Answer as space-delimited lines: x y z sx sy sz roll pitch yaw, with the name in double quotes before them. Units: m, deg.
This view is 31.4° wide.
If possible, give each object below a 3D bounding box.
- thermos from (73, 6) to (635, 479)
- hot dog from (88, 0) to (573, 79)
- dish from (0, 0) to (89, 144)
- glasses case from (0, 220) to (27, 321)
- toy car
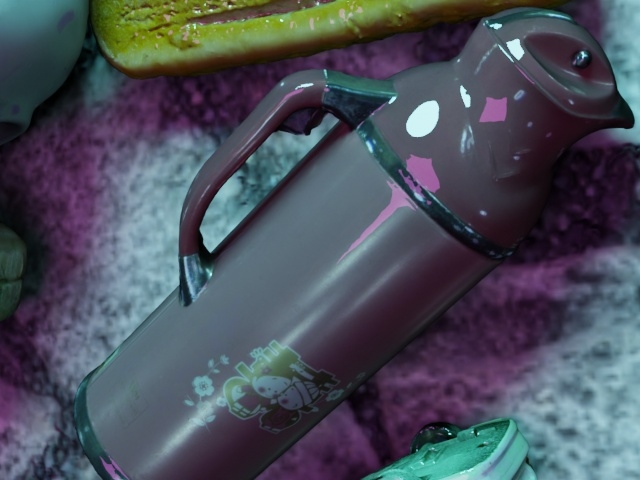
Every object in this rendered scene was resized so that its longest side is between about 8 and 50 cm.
"thermos" 0.004 0.000 0.589 0.136 0.109 0.330 47 112 4
"hot dog" 0.005 -0.136 0.604 0.286 0.061 0.087 0 96 26
"dish" -0.236 -0.100 0.613 0.256 0.256 0.117 -17 91 25
"glasses case" -0.386 -0.009 0.742 0.425 0.156 0.098 10 94 23
"toy car" 0.015 0.169 0.616 0.224 0.090 0.076 -32 88 24
